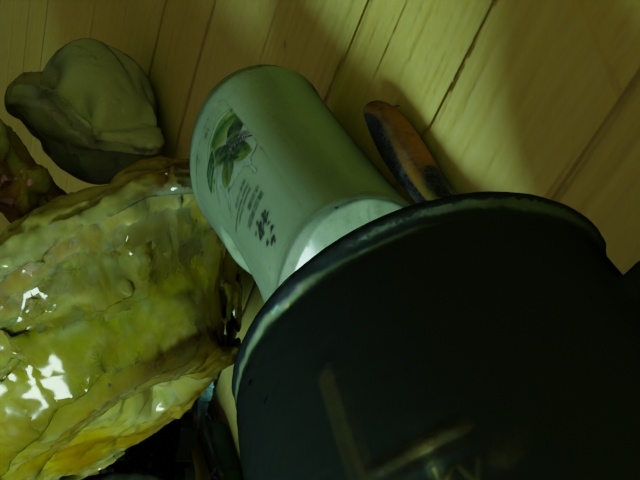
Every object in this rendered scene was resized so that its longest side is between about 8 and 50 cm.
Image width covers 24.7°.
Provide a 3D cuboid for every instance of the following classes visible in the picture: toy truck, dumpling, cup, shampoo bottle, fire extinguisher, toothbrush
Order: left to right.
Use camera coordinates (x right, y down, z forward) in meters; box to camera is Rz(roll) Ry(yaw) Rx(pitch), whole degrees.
[{"bbox_3d":[-0.209,-0.116,1.291,0.199,0.136,0.118,35,105,54],"label":"dumpling"},{"bbox_3d":[-0.144,0.132,1.246,0.116,0.085,0.191,-101,18,-47],"label":"toy truck"},{"bbox_3d":[-0.081,0.165,1.153,0.038,0.025,0.083,65,-178,-48],"label":"fire extinguisher"},{"bbox_3d":[0.000,0.000,0.777,0.234,0.087,0.118,-125,32,-55],"label":"shampoo bottle"},{"bbox_3d":[0.080,0.013,0.650,0.321,0.023,0.031,-119,40,-50],"label":"toothbrush"},{"bbox_3d":[0.078,0.071,0.466,0.223,0.169,0.176,-40,44,17],"label":"cup"}]

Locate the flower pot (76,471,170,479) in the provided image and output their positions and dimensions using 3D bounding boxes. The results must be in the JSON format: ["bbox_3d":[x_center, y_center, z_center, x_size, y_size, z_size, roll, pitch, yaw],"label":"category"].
[{"bbox_3d":[-0.186,0.316,1.078,0.251,0.379,0.379,-44,52,45],"label":"flower pot"}]

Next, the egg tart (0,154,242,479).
[{"bbox_3d":[-0.166,0.075,0.974,0.129,0.341,0.341,58,154,14],"label":"egg tart"}]

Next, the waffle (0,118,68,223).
[{"bbox_3d":[-0.261,-0.041,1.324,0.302,0.068,0.325,46,175,10],"label":"waffle"}]
